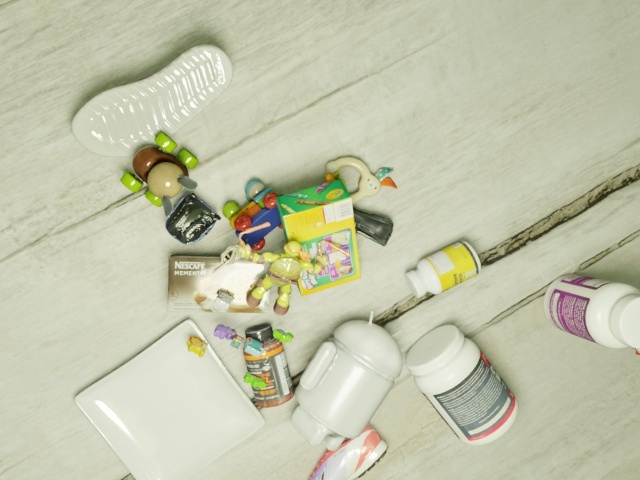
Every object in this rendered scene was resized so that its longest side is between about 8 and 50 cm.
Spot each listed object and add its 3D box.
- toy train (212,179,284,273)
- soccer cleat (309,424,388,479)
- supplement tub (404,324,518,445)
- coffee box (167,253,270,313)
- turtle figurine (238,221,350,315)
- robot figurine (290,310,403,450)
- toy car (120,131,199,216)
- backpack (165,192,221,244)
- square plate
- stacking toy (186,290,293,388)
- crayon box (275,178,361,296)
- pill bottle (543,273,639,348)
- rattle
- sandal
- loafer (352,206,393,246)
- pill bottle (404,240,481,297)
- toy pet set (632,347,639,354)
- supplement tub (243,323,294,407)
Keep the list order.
[{"bbox_3d":[-0.200,-0.041,1.354,0.248,0.143,0.105,-39,140,-9],"label":"toy train"},{"bbox_3d":[0.032,0.616,1.462,0.318,0.108,0.116,-42,76,-1],"label":"soccer cleat"},{"bbox_3d":[0.369,0.378,1.440,0.191,0.191,0.272,-39,98,-4],"label":"supplement tub"},{"bbox_3d":[-0.252,0.106,1.381,0.247,0.098,0.141,3,93,-9],"label":"coffee box"},{"bbox_3d":[-0.076,0.077,1.271,0.270,0.087,0.217,9,127,-23],"label":"turtle figurine"},{"bbox_3d":[0.073,0.350,1.391,0.300,0.200,0.353,36,87,-46],"label":"robot figurine"},{"bbox_3d":[-0.353,-0.136,1.292,0.155,0.188,0.149,-49,138,3],"label":"toy car"},{"bbox_3d":[-0.323,-0.047,1.369,0.105,0.084,0.114,41,82,-7],"label":"backpack"},{"bbox_3d":[-0.378,0.432,1.408,0.347,0.049,0.344,-35,98,-5],"label":"square plate"},{"bbox_3d":[-0.194,0.241,1.326,0.221,0.052,0.166,30,109,-4],"label":"stacking toy"},{"bbox_3d":[0.000,0.000,1.347,0.166,0.081,0.278,-17,133,-7],"label":"crayon box"},{"bbox_3d":[0.732,0.185,1.424,0.170,0.301,0.169,0,94,-8],"label":"pill bottle"},{"bbox_3d":[0.111,-0.159,1.402,0.200,0.142,0.130,6,74,-2],"label":"rattle"},{"bbox_3d":[-0.396,-0.332,1.335,0.417,0.102,0.169,-25,121,4],"label":"sandal"},{"bbox_3d":[0.083,-0.044,1.432,0.224,0.076,0.078,17,83,-12],"label":"loafer"},{"bbox_3d":[0.323,0.081,1.460,0.184,0.103,0.103,-26,97,-6],"label":"pill bottle"},{"bbox_3d":[0.936,0.261,1.578,0.114,0.065,0.122,40,87,-8],"label":"toy pet set"},{"bbox_3d":[-0.138,0.318,1.408,0.106,0.106,0.197,-15,95,-7],"label":"supplement tub"}]
